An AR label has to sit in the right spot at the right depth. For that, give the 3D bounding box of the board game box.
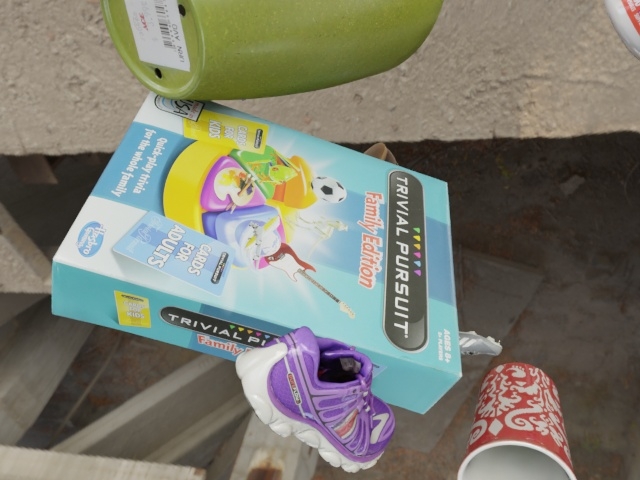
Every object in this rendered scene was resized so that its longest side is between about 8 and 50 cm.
[{"bbox_3d":[-0.038,-0.004,0.564,0.336,0.253,0.079,17,135,-9],"label":"board game box"}]

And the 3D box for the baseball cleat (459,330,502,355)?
[{"bbox_3d":[0.282,0.239,1.258,0.206,0.109,0.072,14,156,11],"label":"baseball cleat"}]

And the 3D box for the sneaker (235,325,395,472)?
[{"bbox_3d":[0.016,0.110,0.404,0.071,0.068,0.170,-35,140,11],"label":"sneaker"}]

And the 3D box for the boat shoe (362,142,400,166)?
[{"bbox_3d":[0.099,-0.095,0.939,0.073,0.207,0.073,-40,110,21],"label":"boat shoe"}]

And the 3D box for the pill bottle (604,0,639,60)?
[{"bbox_3d":[0.678,-0.461,0.995,0.181,0.181,0.323,40,139,-19],"label":"pill bottle"}]

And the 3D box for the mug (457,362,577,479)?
[{"bbox_3d":[0.217,0.232,0.640,0.113,0.169,0.150,-1,109,19],"label":"mug"}]

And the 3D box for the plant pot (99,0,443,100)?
[{"bbox_3d":[-0.060,-0.259,0.591,0.275,0.293,0.274,25,134,29],"label":"plant pot"}]
